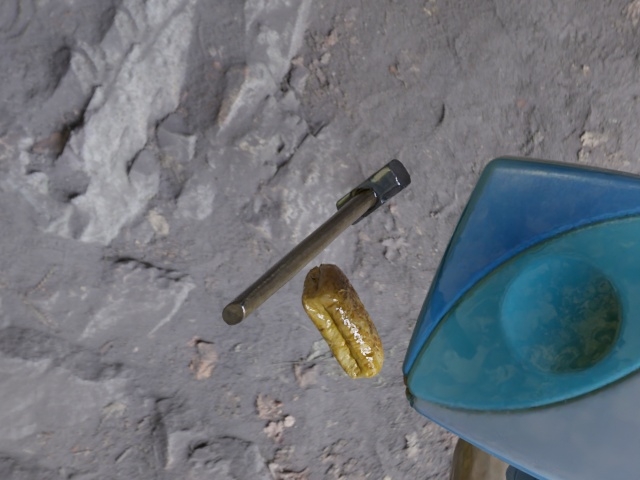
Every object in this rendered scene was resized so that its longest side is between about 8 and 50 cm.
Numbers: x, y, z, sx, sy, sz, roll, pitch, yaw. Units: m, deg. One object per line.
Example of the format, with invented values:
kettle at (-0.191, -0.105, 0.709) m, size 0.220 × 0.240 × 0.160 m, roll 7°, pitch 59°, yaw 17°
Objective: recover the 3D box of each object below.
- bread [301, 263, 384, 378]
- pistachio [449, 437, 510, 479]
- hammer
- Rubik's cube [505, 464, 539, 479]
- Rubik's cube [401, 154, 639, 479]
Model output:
bread at (0.044, 0.144, 1.193) m, size 0.083 × 0.114 × 0.211 m, roll -23°, pitch 115°, yaw 14°
pistachio at (0.391, 0.545, 1.508) m, size 0.197 × 0.166 × 0.288 m, roll -6°, pitch 73°, yaw 36°
hammer at (0.000, 0.000, 0.800) m, size 0.111 × 0.365 × 0.043 m, roll -35°, pitch 94°, yaw 38°
Rubik's cube at (0.422, 0.421, 1.061) m, size 0.254 × 0.254 × 0.255 m, roll -3°, pitch 81°, yaw 19°
Rubik's cube at (0.353, 0.118, 0.829) m, size 0.351 × 0.352 × 0.347 m, roll 20°, pitch 89°, yaw 43°
